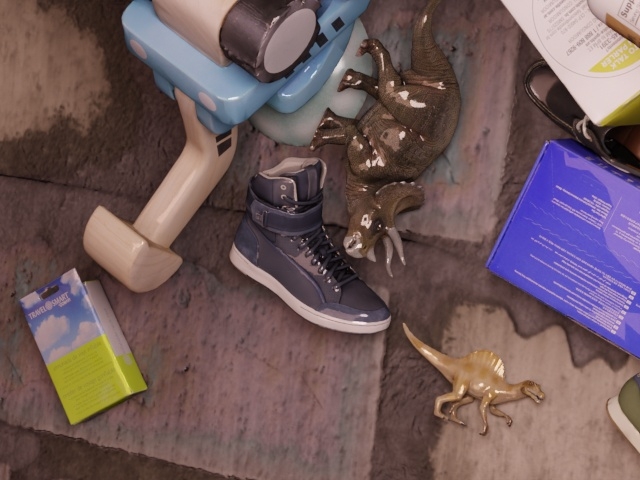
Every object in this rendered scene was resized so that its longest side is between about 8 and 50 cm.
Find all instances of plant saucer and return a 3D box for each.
[{"bbox_3d":[-0.033,-0.208,2.069,0.195,0.037,0.195,2,95,28],"label":"plant saucer"}]

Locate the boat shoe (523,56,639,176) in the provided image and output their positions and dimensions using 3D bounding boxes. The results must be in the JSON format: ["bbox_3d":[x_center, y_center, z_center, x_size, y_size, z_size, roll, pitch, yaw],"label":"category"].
[{"bbox_3d":[0.313,-0.130,1.872,0.233,0.079,0.084,37,111,22],"label":"boat shoe"}]

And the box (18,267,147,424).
[{"bbox_3d":[-0.307,0.135,2.237,0.109,0.042,0.178,-29,81,26],"label":"box"}]

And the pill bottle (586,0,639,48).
[{"bbox_3d":[0.298,-0.221,1.464,0.229,0.131,0.131,39,110,17],"label":"pill bottle"}]

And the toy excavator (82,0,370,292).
[{"bbox_3d":[-0.107,-0.181,1.982,0.222,0.445,0.433,37,68,21],"label":"toy excavator"}]

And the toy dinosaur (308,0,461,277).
[{"bbox_3d":[0.088,-0.135,1.984,0.160,0.121,0.314,28,98,-3],"label":"toy dinosaur"}]

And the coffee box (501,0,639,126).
[{"bbox_3d":[0.347,-0.338,1.688,0.338,0.337,0.334,-41,77,24],"label":"coffee box"}]

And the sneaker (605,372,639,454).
[{"bbox_3d":[0.394,0.216,1.857,0.192,0.064,0.086,49,127,19],"label":"sneaker"}]

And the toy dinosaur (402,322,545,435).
[{"bbox_3d":[0.168,0.165,1.997,0.183,0.053,0.093,22,89,17],"label":"toy dinosaur"}]

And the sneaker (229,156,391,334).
[{"bbox_3d":[-0.002,0.000,2.024,0.226,0.086,0.163,30,124,23],"label":"sneaker"}]

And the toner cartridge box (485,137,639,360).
[{"bbox_3d":[0.365,0.041,1.860,0.347,0.075,0.165,32,110,22],"label":"toner cartridge box"}]
